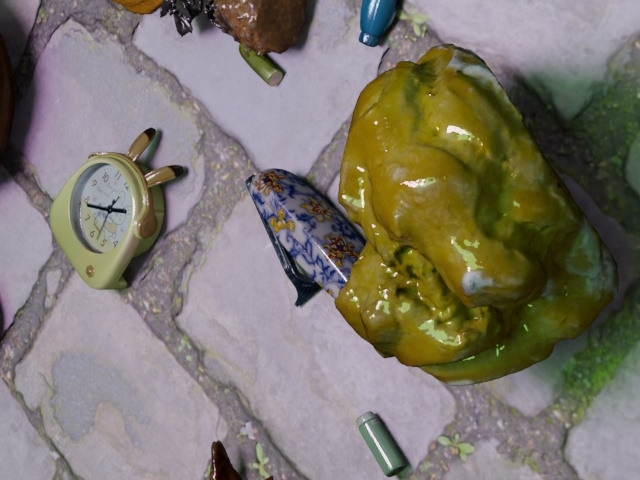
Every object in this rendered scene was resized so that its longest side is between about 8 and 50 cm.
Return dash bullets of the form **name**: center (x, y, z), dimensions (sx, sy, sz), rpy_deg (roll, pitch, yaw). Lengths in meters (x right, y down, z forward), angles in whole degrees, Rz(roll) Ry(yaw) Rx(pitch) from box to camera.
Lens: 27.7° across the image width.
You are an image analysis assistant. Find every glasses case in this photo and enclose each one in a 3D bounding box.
- **glasses case**: center (0.000, 0.000, 1.654), dimensions (0.248, 0.087, 0.065), rpy_deg (51, 122, 27)

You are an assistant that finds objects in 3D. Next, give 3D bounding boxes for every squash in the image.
- **squash**: center (-0.085, -0.244, 1.763), dimensions (0.083, 0.027, 0.027), rpy_deg (47, 116, 30)

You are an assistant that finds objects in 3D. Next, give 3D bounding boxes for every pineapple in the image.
- **pineapple**: center (-0.132, -0.323, 1.751), dimensions (0.237, 0.119, 0.111), rpy_deg (25, 148, 40)

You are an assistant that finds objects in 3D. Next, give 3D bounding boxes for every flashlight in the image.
- **flashlight**: center (0.075, -0.308, 1.626), dimensions (0.051, 0.051, 0.129), rpy_deg (31, 112, 35)

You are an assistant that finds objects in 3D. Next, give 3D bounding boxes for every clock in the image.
- **clock**: center (-0.294, -0.052, 1.900), dimensions (0.232, 0.069, 0.170), rpy_deg (-49, 61, 25)

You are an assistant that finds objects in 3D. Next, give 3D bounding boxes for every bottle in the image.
- **bottle**: center (0.075, 0.255, 1.626), dimensions (0.030, 0.030, 0.083), rpy_deg (-46, 62, 28)

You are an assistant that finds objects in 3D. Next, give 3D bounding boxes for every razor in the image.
- **razor**: center (-0.056, -0.008, 1.733), dimensions (0.066, 0.033, 0.190), rpy_deg (-40, 65, 30)

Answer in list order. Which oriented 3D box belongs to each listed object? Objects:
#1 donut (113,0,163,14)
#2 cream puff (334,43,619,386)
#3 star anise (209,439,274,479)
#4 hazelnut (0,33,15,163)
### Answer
- **donut**: center (-0.267, -0.423, 1.880), dimensions (0.190, 0.075, 0.174), rpy_deg (-11, 82, 37)
- **cream puff**: center (0.132, -0.012, 1.382), dimensions (0.276, 0.378, 0.378), rpy_deg (-31, 69, 11)
- **star anise**: center (-0.110, 0.411, 1.736), dimensions (0.288, 0.088, 0.288), rpy_deg (-3, 86, 37)
- **hazelnut**: center (-0.663, -0.237, 2.035), dimensions (0.421, 0.352, 0.420), rpy_deg (7, 119, 13)
